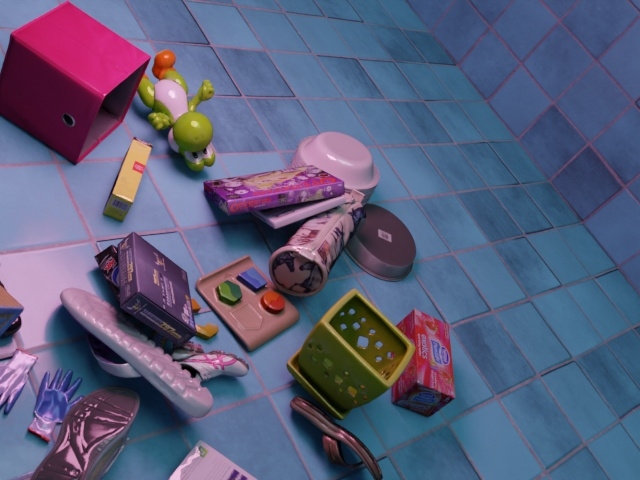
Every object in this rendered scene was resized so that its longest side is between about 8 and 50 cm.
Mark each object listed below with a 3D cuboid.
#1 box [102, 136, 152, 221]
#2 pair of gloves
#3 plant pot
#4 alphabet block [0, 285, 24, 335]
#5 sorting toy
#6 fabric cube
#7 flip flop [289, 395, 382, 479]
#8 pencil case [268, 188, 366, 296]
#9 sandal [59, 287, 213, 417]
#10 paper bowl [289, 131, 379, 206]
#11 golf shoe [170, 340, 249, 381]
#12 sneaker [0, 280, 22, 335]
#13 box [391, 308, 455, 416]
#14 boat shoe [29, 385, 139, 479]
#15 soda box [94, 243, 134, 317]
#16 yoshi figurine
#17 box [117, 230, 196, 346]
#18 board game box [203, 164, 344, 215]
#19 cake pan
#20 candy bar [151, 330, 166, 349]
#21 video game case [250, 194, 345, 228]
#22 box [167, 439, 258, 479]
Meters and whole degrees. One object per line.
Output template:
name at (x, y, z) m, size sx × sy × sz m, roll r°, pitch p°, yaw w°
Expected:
box at (-0.498, -0.162, 1.829) m, size 0.058 × 0.087 × 0.232 m, roll 25°, pitch 40°, yaw -19°
pair of gloves at (-0.571, 0.297, 1.384) m, size 0.198 × 0.023 × 0.159 m, roll 31°, pitch 39°, yaw -12°
plant pot at (0.064, 0.290, 1.734) m, size 0.228 × 0.207 × 0.227 m, roll 45°, pitch 30°, yaw 5°
alphabet block at (-0.696, 0.125, 1.263) m, size 0.197 × 0.193 × 0.192 m, roll 41°, pitch 82°, yaw 2°
sorting toy at (-0.208, 0.167, 1.783) m, size 0.229 × 0.041 × 0.307 m, roll 49°, pitch 39°, yaw 11°
fabric cube at (-0.640, -0.408, 1.815) m, size 0.258 × 0.254 × 0.259 m, roll 34°, pitch 40°, yaw -8°
flip flop at (0.030, 0.473, 1.650) m, size 0.277 × 0.080 × 0.112 m, roll 35°, pitch -7°, yaw 13°
pencil case at (0.000, 0.000, 1.973) m, size 0.160 × 0.183 × 0.410 m, roll 26°, pitch 34°, yaw 7°
sandal at (-0.411, 0.249, 1.483) m, size 0.416 × 0.102 × 0.169 m, roll 37°, pitch -1°, yaw 13°
paper bowl at (0.055, -0.240, 2.259) m, size 0.284 × 0.148 × 0.284 m, roll 17°, pitch 35°, yaw -12°
golf shoe at (-0.256, 0.291, 1.614) m, size 0.186 × 0.067 × 0.086 m, roll 17°, pitch 59°, yaw -15°
sneaker at (-0.678, 0.083, 1.419) m, size 0.087 × 0.130 × 0.227 m, roll -25°, pitch 73°, yaw -47°
box at (0.280, 0.336, 1.948) m, size 0.128 × 0.122 × 0.257 m, roll 26°, pitch 41°, yaw -19°
boat shoe at (-0.446, 0.405, 1.336) m, size 0.118 × 0.103 × 0.320 m, roll 17°, pitch 35°, yaw 2°
soda box at (-0.454, 0.094, 1.626) m, size 0.169 × 0.053 × 0.060 m, roll 55°, pitch 0°, yaw 19°
yoshi figurine at (-0.400, -0.373, 1.981) m, size 0.362 × 0.203 × 0.203 m, roll 58°, pitch 17°, yaw 9°
box at (-0.372, 0.107, 1.596) m, size 0.183 × 0.059 × 0.232 m, roll 43°, pitch 14°, yaw -36°
board game box at (-0.132, -0.147, 1.978) m, size 0.347 × 0.056 × 0.208 m, roll -12°, pitch 28°, yaw -25°
cake pan at (0.190, -0.004, 2.256) m, size 0.293 × 0.054 × 0.293 m, roll 22°, pitch 43°, yaw -22°
candy bar at (-0.370, 0.231, 1.611) m, size 0.040 × 0.018 × 0.161 m, roll 27°, pitch 40°, yaw -16°
video game case at (-0.076, -0.107, 2.011) m, size 0.227 × 0.026 × 0.206 m, roll -21°, pitch 28°, yaw -23°
box at (-0.176, 0.570, 1.376) m, size 0.322 × 0.058 × 0.232 m, roll 32°, pitch 38°, yaw 7°
